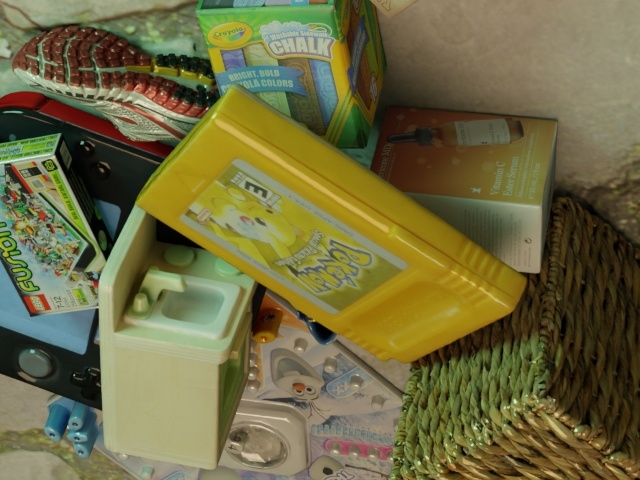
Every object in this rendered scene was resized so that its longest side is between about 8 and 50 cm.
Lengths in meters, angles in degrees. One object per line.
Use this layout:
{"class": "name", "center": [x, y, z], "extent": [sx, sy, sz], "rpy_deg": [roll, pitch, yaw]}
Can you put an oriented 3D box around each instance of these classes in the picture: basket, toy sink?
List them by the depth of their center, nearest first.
{"class": "basket", "center": [0.228, 0.151, 1.793], "extent": [0.213, 0.299, 0.223], "rpy_deg": [35, 130, -20]}
{"class": "toy sink", "center": [-0.140, 0.093, 1.835], "extent": [0.131, 0.153, 0.234], "rpy_deg": [9, 128, 7]}

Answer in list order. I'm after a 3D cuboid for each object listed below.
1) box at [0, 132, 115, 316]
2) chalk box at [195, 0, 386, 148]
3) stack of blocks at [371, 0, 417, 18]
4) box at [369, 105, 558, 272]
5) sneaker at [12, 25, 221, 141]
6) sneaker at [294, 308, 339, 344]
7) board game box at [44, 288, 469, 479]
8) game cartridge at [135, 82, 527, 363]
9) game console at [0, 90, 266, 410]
{"class": "box", "center": [-0.283, -0.012, 1.848], "extent": [0.114, 0.036, 0.207], "rpy_deg": [-9, 129, 16]}
{"class": "chalk box", "center": [-0.026, -0.203, 1.640], "extent": [0.132, 0.132, 0.213], "rpy_deg": [1, 134, 15]}
{"class": "stack of blocks", "center": [0.028, -0.349, 1.516], "extent": [0.171, 0.087, 0.297], "rpy_deg": [-31, 119, 36]}
{"class": "box", "center": [0.137, -0.051, 1.742], "extent": [0.170, 0.130, 0.091], "rpy_deg": [6, 135, 10]}
{"class": "sneaker", "center": [-0.197, -0.141, 1.780], "extent": [0.225, 0.088, 0.092], "rpy_deg": [17, 136, -1]}
{"class": "sneaker", "center": [-0.005, 0.051, 1.931], "extent": [0.053, 0.059, 0.144], "rpy_deg": [-7, 130, 24]}
{"class": "board game box", "center": [-0.077, 0.246, 2.145], "extent": [0.390, 0.050, 0.390], "rpy_deg": [40, 130, -21]}
{"class": "game cartridge", "center": [0.000, 0.000, 1.701], "extent": [0.324, 0.052, 0.285], "rpy_deg": [34, 156, -8]}
{"class": "game console", "center": [-0.234, 0.038, 1.941], "extent": [0.342, 0.060, 0.386], "rpy_deg": [23, 131, 4]}
